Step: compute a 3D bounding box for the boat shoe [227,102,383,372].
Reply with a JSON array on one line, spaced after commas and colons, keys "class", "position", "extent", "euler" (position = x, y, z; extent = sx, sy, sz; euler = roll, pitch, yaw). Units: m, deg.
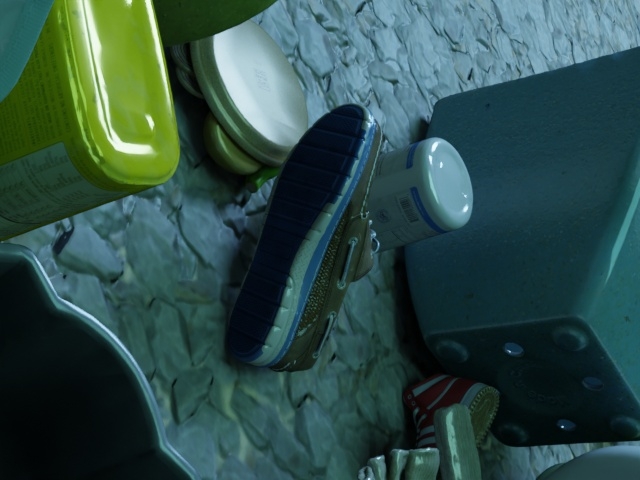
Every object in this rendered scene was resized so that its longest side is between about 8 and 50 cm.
[{"class": "boat shoe", "position": [0.000, 0.000, 0.855], "extent": [0.066, 0.066, 0.183], "euler": [24, 92, -41]}]

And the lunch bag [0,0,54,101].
[{"class": "lunch bag", "position": [-0.212, -0.117, 0.416], "extent": [0.223, 0.262, 0.160], "euler": [8, 70, -41]}]

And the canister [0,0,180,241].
[{"class": "canister", "position": [-0.154, -0.060, 0.602], "extent": [0.073, 0.170, 0.126], "euler": [0, 76, -56]}]

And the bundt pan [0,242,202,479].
[{"class": "bundt pan", "position": [-0.192, 0.146, 0.472], "extent": [0.331, 0.124, 0.331], "euler": [30, 47, -39]}]

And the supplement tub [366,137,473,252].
[{"class": "supplement tub", "position": [0.052, -0.030, 0.958], "extent": [0.071, 0.107, 0.071], "euler": [28, 54, -48]}]

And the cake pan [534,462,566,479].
[{"class": "cake pan", "position": [0.208, 0.336, 1.078], "extent": [0.293, 0.054, 0.293], "euler": [29, 53, -48]}]

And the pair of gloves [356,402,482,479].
[{"class": "pair of gloves", "position": [0.081, 0.221, 0.848], "extent": [0.240, 0.042, 0.204], "euler": [-12, 90, -73]}]

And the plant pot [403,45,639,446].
[{"class": "plant pot", "position": [0.212, 0.029, 1.066], "extent": [0.247, 0.248, 0.252], "euler": [52, 46, -30]}]

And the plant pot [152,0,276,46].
[{"class": "plant pot", "position": [-0.116, -0.265, 0.710], "extent": [0.275, 0.274, 0.293], "euler": [-66, 147, -46]}]

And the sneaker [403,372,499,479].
[{"class": "sneaker", "position": [0.082, 0.155, 0.991], "extent": [0.118, 0.067, 0.042], "euler": [-56, 131, -14]}]

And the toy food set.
[{"class": "toy food set", "position": [-0.057, -0.102, 0.902], "extent": [0.192, 0.038, 0.132], "euler": [52, 31, -22]}]

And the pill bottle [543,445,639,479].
[{"class": "pill bottle", "position": [0.302, 0.275, 1.021], "extent": [0.334, 0.188, 0.188], "euler": [24, 57, -50]}]
